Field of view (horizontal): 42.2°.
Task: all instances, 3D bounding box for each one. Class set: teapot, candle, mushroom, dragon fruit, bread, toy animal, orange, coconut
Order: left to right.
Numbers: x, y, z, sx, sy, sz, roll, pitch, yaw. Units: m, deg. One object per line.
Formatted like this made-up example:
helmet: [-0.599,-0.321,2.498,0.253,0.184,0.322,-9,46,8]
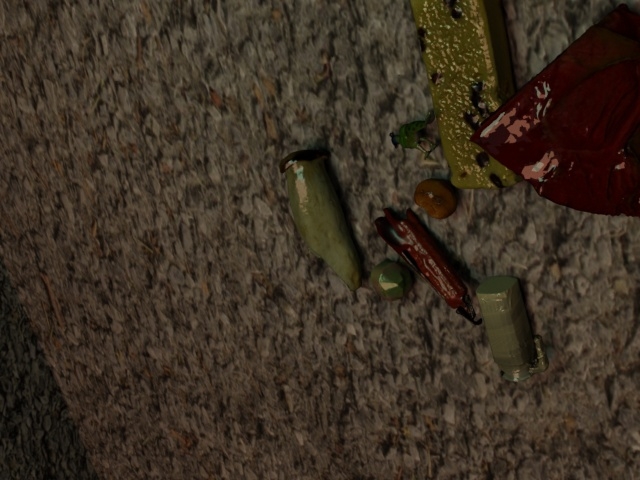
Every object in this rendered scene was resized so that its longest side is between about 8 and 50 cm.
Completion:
mushroom: [0.003,-0.037,1.744,0.087,0.107,0.333,-117,8,-67]
coconut: [0.150,0.085,1.725,0.081,0.082,0.083,14,86,63]
toy animal: [0.184,-0.186,1.500,0.075,0.041,0.217,43,169,-8]
candle: [0.214,0.051,1.632,0.302,0.059,0.084,53,129,19]
orange: [0.221,-0.083,1.564,0.086,0.062,0.086,33,162,12]
bread: [0.258,-0.254,1.409,0.138,0.077,0.362,3,119,40]
teapot: [0.376,0.173,1.594,0.107,0.077,0.201,-2,115,41]
dragon fruit: [0.435,-0.182,1.281,0.330,0.240,0.302,40,111,-19]

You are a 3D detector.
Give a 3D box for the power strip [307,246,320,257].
power strip: [0.000,0.000,1.834,0.040,0.016,0.090,37,134,15]
